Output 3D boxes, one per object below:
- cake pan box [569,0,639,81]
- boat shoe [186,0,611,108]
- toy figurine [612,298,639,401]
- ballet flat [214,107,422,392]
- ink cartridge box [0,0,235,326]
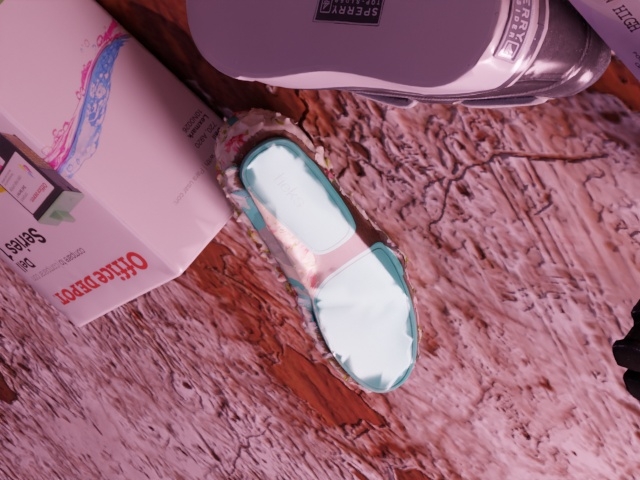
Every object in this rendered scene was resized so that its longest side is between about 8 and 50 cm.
[{"bbox_3d":[0.179,-0.183,0.873,0.267,0.070,0.246,47,148,-16],"label":"cake pan box"},{"bbox_3d":[0.037,-0.126,1.086,0.102,0.108,0.301,15,179,-38],"label":"boat shoe"},{"bbox_3d":[0.283,0.046,1.026,0.209,0.148,0.213,40,154,7],"label":"toy figurine"},{"bbox_3d":[0.000,0.000,1.353,0.241,0.091,0.077,62,173,-32],"label":"ballet flat"},{"bbox_3d":[-0.205,-0.083,1.398,0.278,0.117,0.201,43,151,-12],"label":"ink cartridge box"}]
